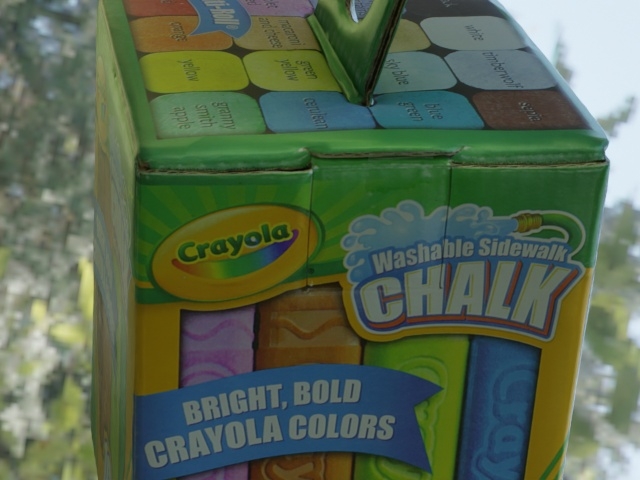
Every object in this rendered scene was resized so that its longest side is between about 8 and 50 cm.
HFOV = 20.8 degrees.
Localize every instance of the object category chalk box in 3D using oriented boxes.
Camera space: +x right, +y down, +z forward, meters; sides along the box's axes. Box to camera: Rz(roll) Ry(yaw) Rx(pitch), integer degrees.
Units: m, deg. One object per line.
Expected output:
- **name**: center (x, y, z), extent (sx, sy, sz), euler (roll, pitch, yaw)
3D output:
- **chalk box**: center (0.000, 0.000, 0.712), extent (0.180, 0.179, 0.289), euler (-112, -158, -62)
